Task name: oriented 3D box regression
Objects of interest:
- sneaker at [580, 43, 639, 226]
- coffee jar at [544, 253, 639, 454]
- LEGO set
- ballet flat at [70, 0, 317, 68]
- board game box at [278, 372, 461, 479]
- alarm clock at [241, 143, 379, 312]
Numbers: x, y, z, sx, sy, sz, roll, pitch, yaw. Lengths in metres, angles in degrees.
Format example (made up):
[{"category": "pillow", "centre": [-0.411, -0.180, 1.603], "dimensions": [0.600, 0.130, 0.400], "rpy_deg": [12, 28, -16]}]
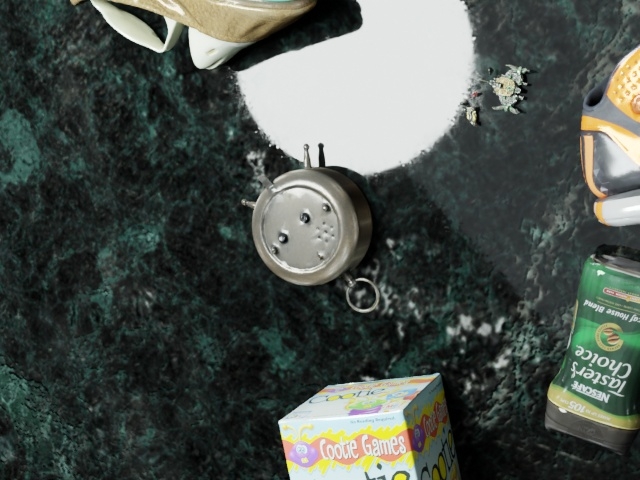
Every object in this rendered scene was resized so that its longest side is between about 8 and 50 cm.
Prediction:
[{"category": "sneaker", "centre": [0.384, -0.124, 0.821], "dimensions": [0.321, 0.124, 0.180], "rpy_deg": [-10, 94, 24]}, {"category": "coffee jar", "centre": [0.285, 0.112, 0.919], "dimensions": [0.096, 0.079, 0.184], "rpy_deg": [16, 104, 20]}, {"category": "LEGO set", "centre": [0.183, -0.152, 0.962], "dimensions": [0.083, 0.023, 0.054], "rpy_deg": [-14, 89, 37]}, {"category": "ballet flat", "centre": [-0.158, -0.265, 1.051], "dimensions": [0.342, 0.116, 0.124], "rpy_deg": [20, 125, 20]}, {"category": "board game box", "centre": [0.071, 0.299, 1.001], "dimensions": [0.144, 0.142, 0.275], "rpy_deg": [-10, 93, 24]}, {"category": "alarm clock", "centre": [0.000, 0.000, 1.038], "dimensions": [0.129, 0.064, 0.192], "rpy_deg": [-41, 84, 22]}]
